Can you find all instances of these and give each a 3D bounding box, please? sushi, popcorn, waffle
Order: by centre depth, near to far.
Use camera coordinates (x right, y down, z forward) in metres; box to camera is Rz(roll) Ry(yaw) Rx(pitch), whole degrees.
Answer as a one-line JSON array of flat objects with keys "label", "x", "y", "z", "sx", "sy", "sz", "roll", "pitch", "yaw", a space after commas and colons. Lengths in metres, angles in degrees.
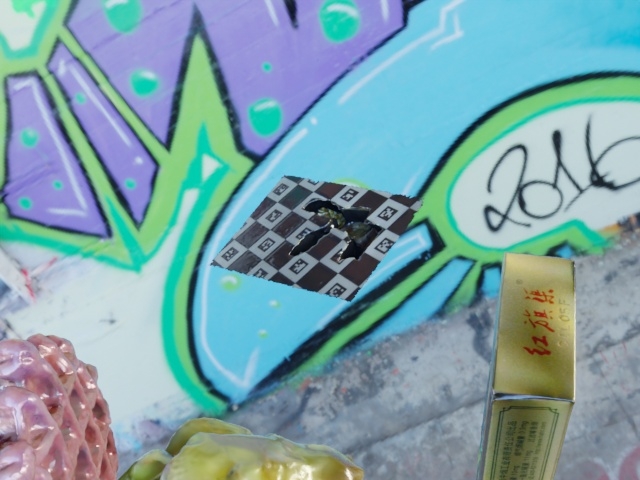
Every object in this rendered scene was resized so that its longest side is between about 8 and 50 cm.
[{"label": "popcorn", "x": -0.052, "y": 0.205, "z": 0.430, "sx": 0.187, "sy": 0.185, "sz": 0.167, "roll": 15, "pitch": 90, "yaw": 17}, {"label": "waffle", "x": -0.191, "y": 0.181, "z": 0.533, "sx": 0.055, "sy": 0.221, "sz": 0.234, "roll": -14, "pitch": 65, "yaw": -6}, {"label": "sushi", "x": 0.000, "y": 0.000, "z": 0.967, "sx": 0.279, "sy": 0.043, "sz": 0.193, "roll": 11, "pitch": 54, "yaw": 43}]

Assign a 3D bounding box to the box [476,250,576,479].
[{"label": "box", "x": 0.187, "y": 0.149, "z": 0.657, "sx": 0.071, "sy": 0.240, "sz": 0.159, "roll": 5, "pitch": 45, "yaw": 13}]
